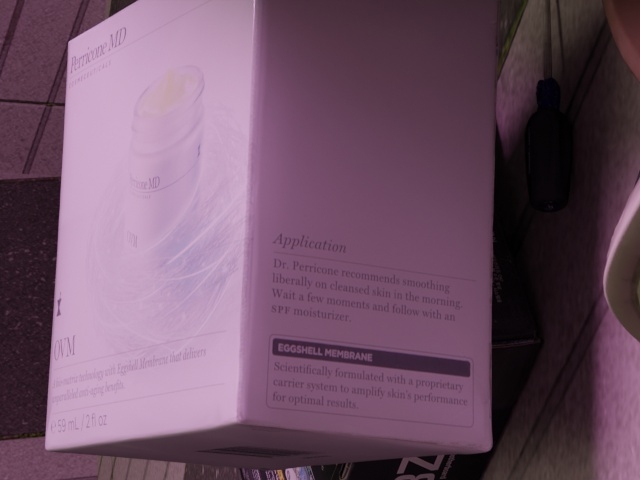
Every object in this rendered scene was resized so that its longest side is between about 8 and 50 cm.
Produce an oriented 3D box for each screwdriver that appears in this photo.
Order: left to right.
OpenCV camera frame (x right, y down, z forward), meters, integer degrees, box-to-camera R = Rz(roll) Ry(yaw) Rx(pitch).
[{"bbox_3d":[0.114,-0.093,0.992,0.025,0.024,0.170,50,-142,-63],"label":"screwdriver"}]

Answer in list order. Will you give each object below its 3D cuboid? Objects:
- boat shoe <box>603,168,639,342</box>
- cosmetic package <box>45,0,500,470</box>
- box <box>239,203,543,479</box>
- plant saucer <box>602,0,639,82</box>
[{"bbox_3d":[0.171,-0.081,0.486,0.340,0.127,0.113,107,-175,-57],"label":"boat shoe"},{"bbox_3d":[-0.029,-0.008,0.963,0.224,0.138,0.225,-17,67,59],"label":"cosmetic package"},{"bbox_3d":[0.000,0.000,1.215,0.318,0.097,0.395,105,156,-49],"label":"box"},{"bbox_3d":[0.163,-0.187,0.734,0.278,0.041,0.278,-177,90,-79],"label":"plant saucer"}]
